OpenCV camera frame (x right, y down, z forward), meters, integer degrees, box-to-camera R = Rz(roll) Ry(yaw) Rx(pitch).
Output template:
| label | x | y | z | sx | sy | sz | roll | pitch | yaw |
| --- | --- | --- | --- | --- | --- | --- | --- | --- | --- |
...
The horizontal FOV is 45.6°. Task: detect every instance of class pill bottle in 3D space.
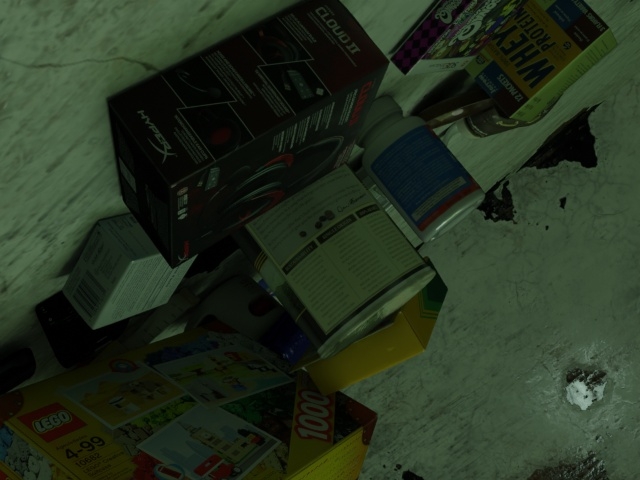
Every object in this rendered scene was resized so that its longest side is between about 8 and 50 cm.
| label | x | y | z | sx | sy | sz | roll | pitch | yaw |
| --- | --- | --- | --- | --- | --- | --- | --- | --- | --- |
| pill bottle | 0.143 | -0.116 | 1.192 | 0.124 | 0.221 | 0.124 | -36 | 169 | -8 |

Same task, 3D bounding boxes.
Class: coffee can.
| label | x | y | z | sx | sy | sz | roll | pitch | yaw |
| --- | --- | --- | --- | --- | --- | --- | --- | --- | --- |
| coffee can | 0.000 | 0.000 | 1.079 | 0.201 | 0.275 | 0.201 | -36 | 168 | -9 |

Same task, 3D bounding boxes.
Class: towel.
| label | x | y | z | sx | sy | sz | roll | pitch | yaw |
| --- | --- | --- | --- | --- | --- | --- | --- | --- | --- |
| towel | -0.018 | 0.140 | 1.528 | 0.308 | 0.076 | 0.227 | -50 | 170 | -28 |

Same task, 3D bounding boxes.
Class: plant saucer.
| label | x | y | z | sx | sy | sz | roll | pitch | yaw |
| --- | --- | --- | --- | --- | --- | --- | --- | --- | --- |
| plant saucer | 0.241 | -0.238 | 1.386 | 0.168 | 0.029 | 0.168 | -20 | 178 | -1 |

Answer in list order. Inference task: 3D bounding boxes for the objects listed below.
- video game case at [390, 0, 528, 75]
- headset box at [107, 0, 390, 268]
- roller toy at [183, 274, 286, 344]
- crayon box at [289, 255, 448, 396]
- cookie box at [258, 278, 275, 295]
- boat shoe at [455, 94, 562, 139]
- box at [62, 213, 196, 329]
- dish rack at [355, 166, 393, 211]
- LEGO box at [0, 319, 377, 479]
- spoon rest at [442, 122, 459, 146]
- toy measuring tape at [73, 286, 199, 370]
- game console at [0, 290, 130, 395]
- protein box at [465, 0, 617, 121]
| label | x | y | z | sx | sy | sz | roll | pitch | yaw |
| --- | --- | --- | --- | --- | --- | --- | --- | --- | --- |
| video game case | 0.226 | -0.329 | 1.065 | 0.232 | 0.042 | 0.210 | -45 | 167 | 33 |
| headset box | -0.067 | -0.120 | 0.824 | 0.293 | 0.110 | 0.218 | -33 | 167 | -22 |
| roller toy | -0.174 | 0.169 | 1.539 | 0.209 | 0.146 | 0.191 | -44 | 167 | -18 |
| crayon box | 0.094 | 0.152 | 1.314 | 0.203 | 0.083 | 0.323 | -29 | -174 | 23 |
| cookie box | -0.084 | 0.087 | 1.749 | 0.092 | 0.040 | 0.107 | -39 | 168 | 9 |
| boat shoe | 0.411 | -0.289 | 1.557 | 0.324 | 0.116 | 0.097 | -23 | -175 | -36 |
| box | -0.235 | 0.031 | 0.967 | 0.137 | 0.072 | 0.126 | -19 | 150 | -56 |
| dish rack | 0.063 | -0.071 | 1.503 | 0.333 | 0.072 | 0.285 | -39 | 168 | 8 |
| LEGO box | -0.204 | 0.335 | 1.172 | 0.500 | 0.372 | 0.193 | -15 | 125 | -56 |
| spoon rest | 0.348 | -0.257 | 1.671 | 0.276 | 0.084 | 0.137 | -49 | 172 | -14 |
| toy measuring tape | -0.340 | 0.221 | 1.358 | 0.330 | 0.121 | 0.121 | -45 | 170 | -14 |
| game console | -0.417 | 0.164 | 1.054 | 0.361 | 0.044 | 0.213 | -33 | 166 | -24 |
| protein box | 0.373 | -0.322 | 1.296 | 0.201 | 0.136 | 0.200 | -43 | 168 | 23 |
